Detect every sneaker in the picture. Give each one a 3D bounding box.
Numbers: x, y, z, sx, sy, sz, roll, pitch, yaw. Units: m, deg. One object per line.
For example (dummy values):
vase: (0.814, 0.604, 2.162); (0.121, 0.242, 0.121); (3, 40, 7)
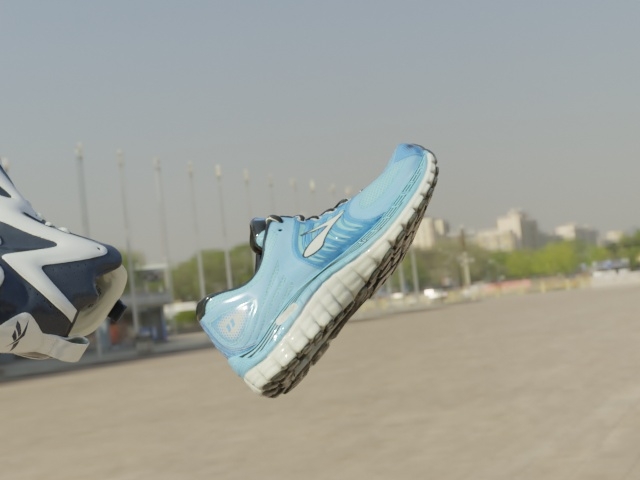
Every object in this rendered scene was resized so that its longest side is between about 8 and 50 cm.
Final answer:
sneaker: (0.000, 0.000, 0.569); (0.162, 0.073, 0.063); (-47, -13, -26)
sneaker: (-0.220, 0.011, 0.836); (0.153, 0.094, 0.235); (24, 18, -26)
